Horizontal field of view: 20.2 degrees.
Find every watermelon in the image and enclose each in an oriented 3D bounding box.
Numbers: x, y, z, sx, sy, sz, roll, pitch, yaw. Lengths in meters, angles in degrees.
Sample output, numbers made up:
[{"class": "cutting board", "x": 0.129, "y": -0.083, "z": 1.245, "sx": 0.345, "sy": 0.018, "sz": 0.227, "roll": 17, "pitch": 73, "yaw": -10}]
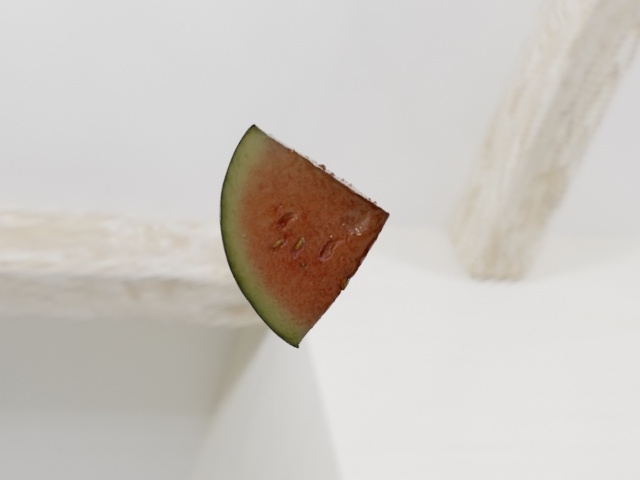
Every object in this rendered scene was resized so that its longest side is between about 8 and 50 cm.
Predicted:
[{"class": "watermelon", "x": 0.000, "y": 0.000, "z": 1.074, "sx": 0.094, "sy": 0.135, "sz": 0.125, "roll": -7, "pitch": -21, "yaw": 24}]
